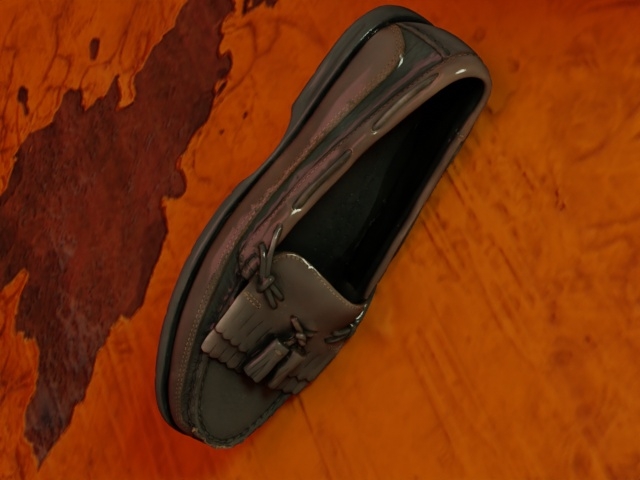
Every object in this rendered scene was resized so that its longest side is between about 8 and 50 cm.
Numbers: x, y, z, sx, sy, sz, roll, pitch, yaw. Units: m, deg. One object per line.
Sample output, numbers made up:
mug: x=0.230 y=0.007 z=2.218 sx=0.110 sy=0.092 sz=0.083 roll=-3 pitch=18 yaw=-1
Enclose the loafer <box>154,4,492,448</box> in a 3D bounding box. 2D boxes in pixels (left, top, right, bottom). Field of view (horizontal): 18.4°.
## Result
loafer: x=0.000 y=0.000 z=1.066 sx=0.084 sy=0.096 sz=0.267 roll=33 pitch=96 yaw=49
